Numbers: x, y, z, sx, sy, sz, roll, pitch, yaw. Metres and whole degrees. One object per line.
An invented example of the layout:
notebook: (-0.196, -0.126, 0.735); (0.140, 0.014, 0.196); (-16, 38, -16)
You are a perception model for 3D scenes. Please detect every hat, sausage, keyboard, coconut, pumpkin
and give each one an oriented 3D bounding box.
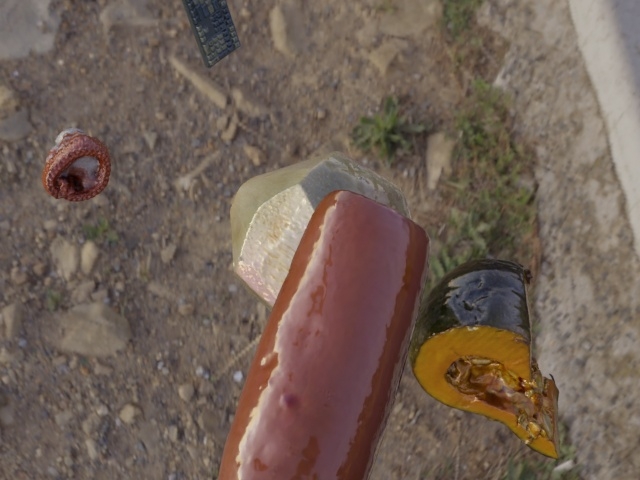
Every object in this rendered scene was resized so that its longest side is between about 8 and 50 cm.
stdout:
hat: (-0.388, -0.133, 1.516); (0.112, 0.093, 0.162); (-38, 41, 1)
sausage: (0.002, 0.100, 0.689); (0.113, 0.113, 0.259); (17, 72, 5)
keyboard: (-0.136, -0.283, 1.103); (0.014, 0.176, 0.055); (27, 57, 38)
coconut: (0.000, 0.000, 1.175); (0.236, 0.237, 0.197); (28, 25, 11)
pumpkin: (0.257, 0.149, 1.293); (0.280, 0.190, 0.139); (28, 39, -12)
